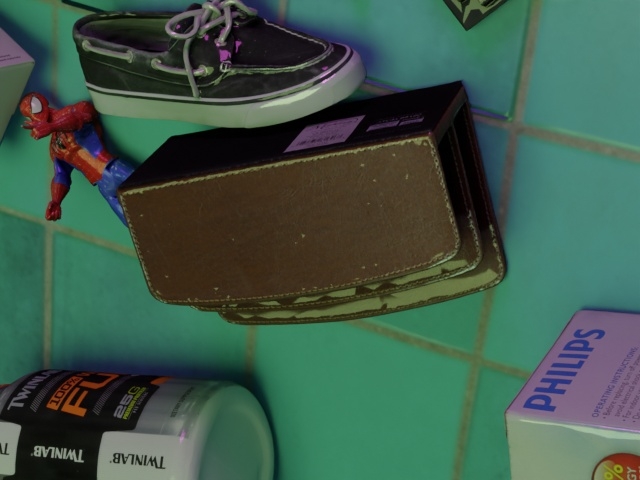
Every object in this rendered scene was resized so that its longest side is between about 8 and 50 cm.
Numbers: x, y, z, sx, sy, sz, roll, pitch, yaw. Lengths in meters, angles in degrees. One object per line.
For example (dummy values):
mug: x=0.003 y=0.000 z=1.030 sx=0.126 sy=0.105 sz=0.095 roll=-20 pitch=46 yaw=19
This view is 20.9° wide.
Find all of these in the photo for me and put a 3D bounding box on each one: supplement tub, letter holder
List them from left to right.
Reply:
supplement tub: x=-0.225 y=0.236 z=1.840 sx=0.316 sy=0.193 sz=0.194 roll=1 pitch=112 yaw=27
letter holder: x=0.000 y=0.000 z=1.609 sx=0.301 sy=0.152 sz=0.214 roll=-9 pitch=109 yaw=19

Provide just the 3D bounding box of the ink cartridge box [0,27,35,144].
ink cartridge box: x=-0.408 y=-0.183 z=1.792 sx=0.203 sy=0.086 sz=0.148 roll=42 pitch=124 yaw=21

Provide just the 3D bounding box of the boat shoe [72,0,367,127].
boat shoe: x=-0.102 y=-0.180 z=1.640 sx=0.306 sy=0.113 sz=0.105 roll=7 pitch=129 yaw=35

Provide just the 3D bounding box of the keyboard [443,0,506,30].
keyboard: x=0.048 y=-0.322 z=1.546 sx=0.201 sy=0.033 sz=0.317 roll=-36 pitch=91 yaw=35

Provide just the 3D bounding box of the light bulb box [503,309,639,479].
light bulb box: x=0.370 y=0.275 z=1.519 sx=0.361 sy=0.225 sz=0.358 roll=4 pitch=114 yaw=26

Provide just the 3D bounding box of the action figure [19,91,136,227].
action figure: x=-0.218 y=-0.044 z=1.752 sx=0.280 sy=0.139 sz=0.091 roll=43 pitch=123 yaw=8
